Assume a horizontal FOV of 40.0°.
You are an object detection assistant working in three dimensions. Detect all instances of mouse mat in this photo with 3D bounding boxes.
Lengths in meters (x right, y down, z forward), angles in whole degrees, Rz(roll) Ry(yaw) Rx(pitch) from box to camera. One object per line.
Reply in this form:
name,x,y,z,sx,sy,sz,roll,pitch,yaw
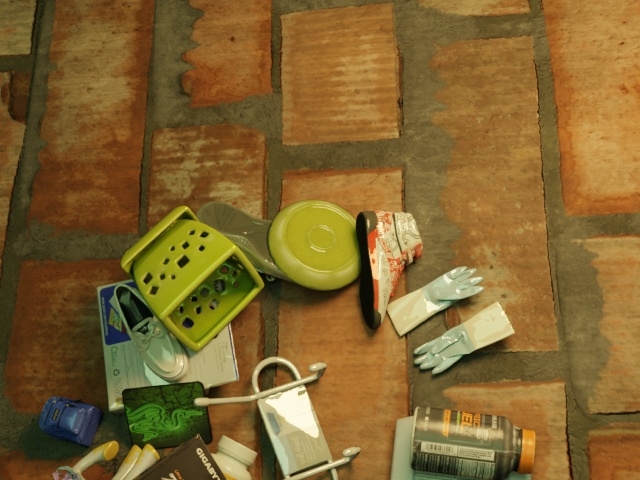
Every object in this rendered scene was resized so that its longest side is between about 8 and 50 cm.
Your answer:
mouse mat,-0.342,0.393,1.963,0.189,0.007,0.153,-7,102,6

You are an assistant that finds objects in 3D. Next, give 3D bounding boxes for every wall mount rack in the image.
wall mount rack,-0.095,0.408,1.870,0.304,0.130,0.350,-16,67,-17

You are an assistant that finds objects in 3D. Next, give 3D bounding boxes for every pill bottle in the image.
pill bottle,0.309,0.414,1.782,0.245,0.130,0.130,5,71,10
pill bottle,-0.220,0.531,1.878,0.117,0.117,0.208,24,76,16

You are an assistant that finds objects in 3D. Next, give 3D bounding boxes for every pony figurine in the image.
pony figurine,-0.454,0.578,1.771,0.363,0.303,0.351,-38,36,-26

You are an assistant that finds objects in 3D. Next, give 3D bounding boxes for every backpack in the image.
backpack,-0.573,0.401,1.989,0.120,0.101,0.098,12,66,16

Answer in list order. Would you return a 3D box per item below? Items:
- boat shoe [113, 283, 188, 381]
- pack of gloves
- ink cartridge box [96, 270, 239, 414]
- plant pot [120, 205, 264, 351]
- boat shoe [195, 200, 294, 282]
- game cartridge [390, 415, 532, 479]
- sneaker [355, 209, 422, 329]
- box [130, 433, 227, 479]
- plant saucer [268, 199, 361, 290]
boat shoe,-0.391,0.206,1.971,0.095,0.084,0.258,-40,69,-8
pack of gloves,0.292,0.181,1.980,0.232,0.046,0.195,-29,67,8
ink cartridge box,-0.353,0.222,2.042,0.307,0.072,0.304,-12,68,1
plant pot,-0.293,0.074,1.941,0.227,0.228,0.207,-44,63,-9
boat shoe,-0.150,0.015,2.078,0.320,0.103,0.118,23,57,10
game cartridge,0.299,0.467,1.860,0.294,0.060,0.196,5,74,10
sneaker,0.165,0.064,2.002,0.145,0.090,0.270,-2,84,-20
box,-0.267,0.570,1.684,0.073,0.293,0.296,-33,87,39
plant saucer,0.000,0.000,2.035,0.241,0.037,0.241,7,60,-13
